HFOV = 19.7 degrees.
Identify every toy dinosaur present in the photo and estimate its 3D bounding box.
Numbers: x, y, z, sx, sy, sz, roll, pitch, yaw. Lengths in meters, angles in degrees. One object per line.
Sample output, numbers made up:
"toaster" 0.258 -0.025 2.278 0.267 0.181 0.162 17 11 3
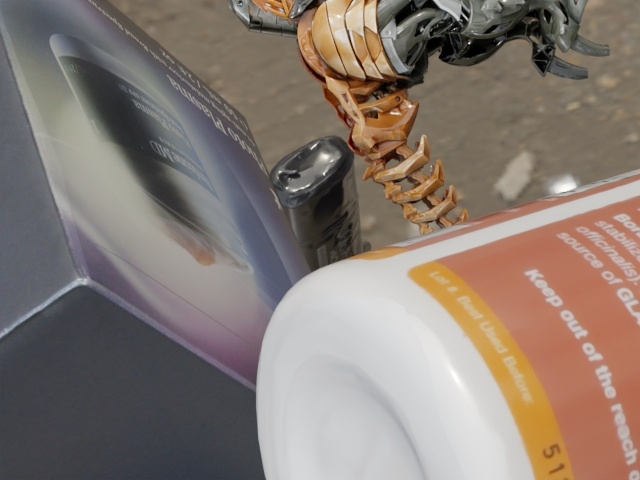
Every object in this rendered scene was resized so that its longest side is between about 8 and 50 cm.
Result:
"toy dinosaur" 0.055 -0.146 1.161 0.218 0.164 0.322 -14 108 -4

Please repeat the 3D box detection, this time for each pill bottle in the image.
"pill bottle" 0.100 0.040 0.540 0.121 0.216 0.121 35 133 49

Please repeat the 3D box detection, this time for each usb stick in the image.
"usb stick" 0.000 0.000 1.522 0.045 0.077 0.278 47 166 22

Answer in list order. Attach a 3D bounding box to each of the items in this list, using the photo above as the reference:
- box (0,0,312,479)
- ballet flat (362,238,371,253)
"box" -0.136 0.016 0.991 0.182 0.296 0.294 -34 53 15
"ballet flat" -0.032 0.070 1.760 0.095 0.280 0.096 -34 80 39
